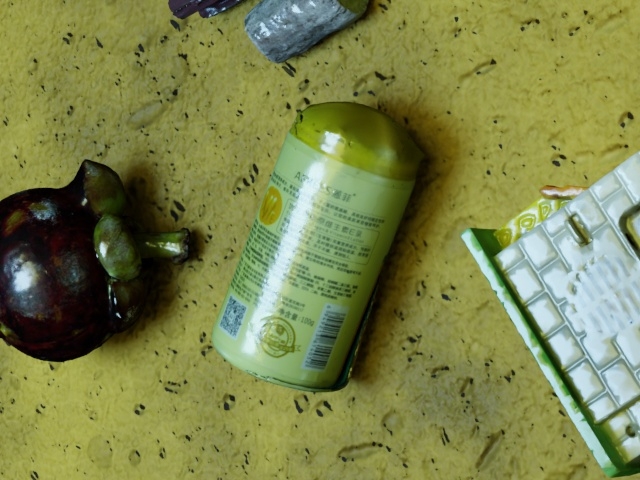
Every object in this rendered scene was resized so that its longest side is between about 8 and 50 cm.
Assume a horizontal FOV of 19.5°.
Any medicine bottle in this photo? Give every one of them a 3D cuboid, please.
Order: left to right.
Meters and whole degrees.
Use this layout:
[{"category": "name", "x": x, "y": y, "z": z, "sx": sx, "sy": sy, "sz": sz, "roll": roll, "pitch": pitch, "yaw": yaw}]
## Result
[{"category": "medicine bottle", "x": 0.000, "y": 0.000, "z": 1.555, "sx": 0.124, "sy": 0.124, "sz": 0.239, "roll": 27, "pitch": 103, "yaw": 31}]

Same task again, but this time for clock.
[{"category": "clock", "x": 0.275, "y": 0.018, "z": 1.387, "sx": 0.255, "sy": 0.106, "sz": 0.220, "roll": -37, "pitch": 71, "yaw": 22}]

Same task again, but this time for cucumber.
[{"category": "cucumber", "x": -0.015, "y": -0.199, "z": 1.602, "sx": 0.112, "sy": 0.064, "sz": 0.064, "roll": -25, "pitch": 75, "yaw": 34}]

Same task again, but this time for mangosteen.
[{"category": "mangosteen", "x": -0.233, "y": 0.018, "z": 1.693, "sx": 0.172, "sy": 0.172, "sz": 0.184, "roll": 35, "pitch": 81, "yaw": 29}]

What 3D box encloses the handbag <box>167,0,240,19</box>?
[{"category": "handbag", "x": -0.069, "y": -0.320, "z": 1.635, "sx": 0.216, "sy": 0.074, "sz": 0.203, "roll": -25, "pitch": 75, "yaw": 32}]
